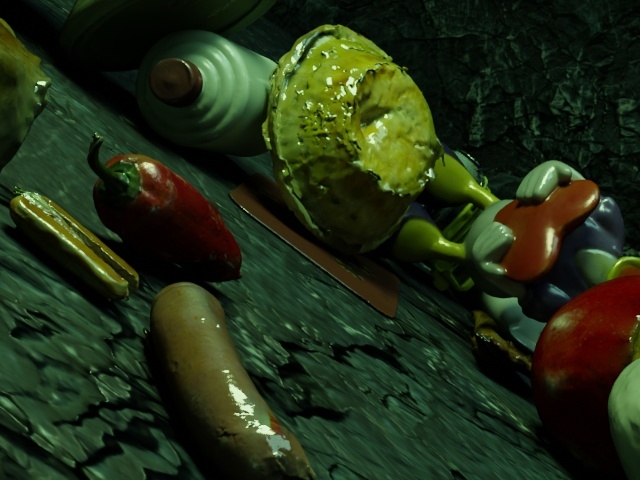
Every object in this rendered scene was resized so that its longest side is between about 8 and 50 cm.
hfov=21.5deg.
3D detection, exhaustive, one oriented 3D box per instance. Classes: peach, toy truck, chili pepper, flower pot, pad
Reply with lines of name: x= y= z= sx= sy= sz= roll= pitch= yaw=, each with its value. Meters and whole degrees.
peach: x=0.271 y=0.115 z=1.396 sx=0.190 sy=0.190 sz=0.192 roll=37 pitch=-6 yaw=2
toy truck: x=0.107 y=-0.047 z=1.872 sx=0.157 sy=0.124 sz=0.272 roll=44 pitch=-1 yaw=-39
chili pepper: x=-0.094 y=-0.010 z=1.003 sx=0.059 sy=0.050 sz=0.191 roll=-1 pitch=-24 yaw=26
flower pot: x=-0.164 y=-0.302 z=1.489 sx=0.244 sy=0.307 sz=0.307 roll=67 pitch=14 yaw=9
pad: x=0.000 y=0.000 z=1.539 sx=0.181 sy=0.004 sz=0.267 roll=37 pitch=7 yaw=-2

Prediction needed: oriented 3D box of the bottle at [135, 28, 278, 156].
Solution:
bottle: x=-0.097 y=-0.131 z=1.508 sx=0.104 sy=0.104 sz=0.245 roll=39 pitch=8 yaw=11

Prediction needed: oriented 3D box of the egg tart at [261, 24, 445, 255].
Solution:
egg tart: x=0.037 y=-0.096 z=1.525 sx=0.090 sy=0.212 sz=0.212 roll=-14 pitch=-35 yaw=43

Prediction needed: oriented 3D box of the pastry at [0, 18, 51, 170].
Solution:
pastry: x=-0.220 y=-0.092 z=0.767 sx=0.192 sy=0.093 sz=0.182 roll=27 pitch=9 yaw=-45

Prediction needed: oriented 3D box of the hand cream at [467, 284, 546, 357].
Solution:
hand cream: x=0.225 y=0.068 z=1.842 sx=0.140 sy=0.089 sz=0.314 roll=33 pitch=13 yaw=-22

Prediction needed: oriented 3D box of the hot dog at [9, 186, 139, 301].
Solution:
hot dog: x=-0.131 y=0.004 z=0.874 sx=0.083 sy=0.021 sz=0.037 roll=39 pitch=18 yaw=11

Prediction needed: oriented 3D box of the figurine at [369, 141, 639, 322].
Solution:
figurine: x=0.229 y=0.029 z=1.607 sx=0.421 sy=0.154 sz=0.193 roll=23 pitch=-19 yaw=34

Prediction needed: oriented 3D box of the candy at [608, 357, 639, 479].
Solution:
candy: x=0.382 y=0.228 z=1.208 sx=0.427 sy=0.186 sz=0.386 roll=37 pitch=9 yaw=-9

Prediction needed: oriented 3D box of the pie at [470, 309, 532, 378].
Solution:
pie: x=0.176 y=0.107 z=1.578 sx=0.088 sy=0.033 sz=0.191 roll=32 pitch=5 yaw=1

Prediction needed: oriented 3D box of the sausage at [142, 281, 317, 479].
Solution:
sausage: x=-0.049 y=0.067 z=0.792 sx=0.047 sy=0.040 sz=0.177 roll=40 pitch=6 yaw=-28
